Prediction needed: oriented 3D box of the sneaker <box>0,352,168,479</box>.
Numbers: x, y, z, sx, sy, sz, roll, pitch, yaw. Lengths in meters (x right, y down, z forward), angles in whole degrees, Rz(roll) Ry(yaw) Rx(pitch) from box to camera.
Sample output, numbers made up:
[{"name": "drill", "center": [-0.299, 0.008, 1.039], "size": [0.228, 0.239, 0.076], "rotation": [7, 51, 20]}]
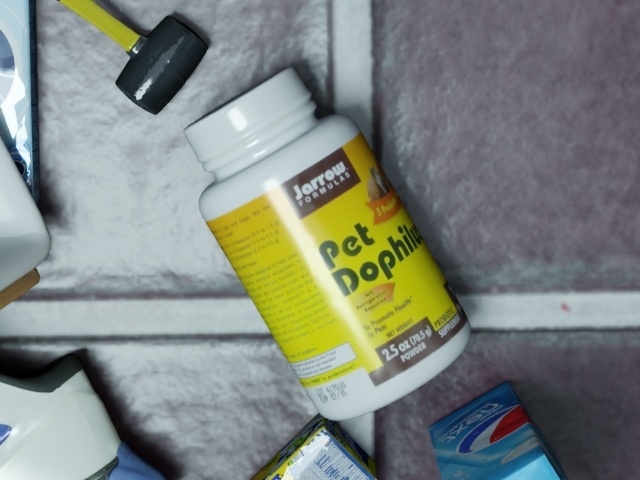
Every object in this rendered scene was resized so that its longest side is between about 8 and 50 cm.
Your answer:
[{"name": "sneaker", "center": [-0.272, 0.155, 1.262], "size": [0.315, 0.127, 0.182], "rotation": [-23, 93, -5]}]

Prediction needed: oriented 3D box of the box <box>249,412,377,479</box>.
[{"name": "box", "center": [-0.039, 0.195, 1.291], "size": [0.169, 0.059, 0.054], "rotation": [-44, 95, 5]}]

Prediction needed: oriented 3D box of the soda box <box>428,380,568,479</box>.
[{"name": "soda box", "center": [0.119, 0.154, 1.212], "size": [0.067, 0.210, 0.071], "rotation": [-32, 97, 3]}]

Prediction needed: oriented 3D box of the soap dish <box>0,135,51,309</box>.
[{"name": "soap dish", "center": [-0.300, -0.062, 1.141], "size": [0.118, 0.229, 0.291], "rotation": [-25, 98, 20]}]

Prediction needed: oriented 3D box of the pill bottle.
[{"name": "pill bottle", "center": [0.000, 0.000, 1.238], "size": [0.117, 0.117, 0.215], "rotation": [-30, 97, 3]}]

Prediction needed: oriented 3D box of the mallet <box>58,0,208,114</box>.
[{"name": "mallet", "center": [-0.164, -0.148, 1.233], "size": [0.189, 0.039, 0.062], "rotation": [29, 95, -23]}]

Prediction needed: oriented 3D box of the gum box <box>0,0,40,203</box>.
[{"name": "gum box", "center": [-0.266, -0.114, 1.259], "size": [0.157, 0.041, 0.184], "rotation": [-1, 97, -1]}]
